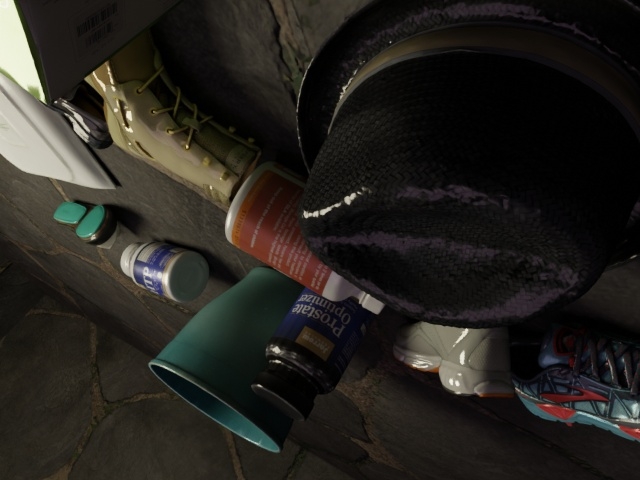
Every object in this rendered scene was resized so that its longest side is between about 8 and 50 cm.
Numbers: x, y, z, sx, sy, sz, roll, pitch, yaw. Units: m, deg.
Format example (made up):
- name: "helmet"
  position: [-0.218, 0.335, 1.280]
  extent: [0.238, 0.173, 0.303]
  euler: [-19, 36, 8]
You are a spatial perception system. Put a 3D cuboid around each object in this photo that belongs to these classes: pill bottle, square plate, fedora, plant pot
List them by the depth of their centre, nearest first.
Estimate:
- name: "fedora"
  position: [0.101, -0.035, 0.383]
  extent: [0.334, 0.152, 0.334]
  euler: [20, 139, 18]
- name: "pill bottle"
  position: [0.000, 0.000, 0.604]
  extent: [0.216, 0.121, 0.121]
  euler: [30, 151, 9]
- name: "pill bottle"
  position: [-0.007, 0.156, 0.742]
  extent: [0.123, 0.219, 0.123]
  euler: [25, 150, 16]
- name: "plant pot"
  position: [-0.123, 0.199, 0.889]
  extent: [0.272, 0.255, 0.271]
  euler: [24, 149, 16]
- name: "square plate"
  position: [-0.606, -0.238, 0.934]
  extent: [0.347, 0.049, 0.344]
  euler: [13, 145, 32]
- name: "pill bottle"
  position: [-0.347, 0.061, 1.055]
  extent: [0.187, 0.112, 0.112]
  euler: [12, 144, 34]

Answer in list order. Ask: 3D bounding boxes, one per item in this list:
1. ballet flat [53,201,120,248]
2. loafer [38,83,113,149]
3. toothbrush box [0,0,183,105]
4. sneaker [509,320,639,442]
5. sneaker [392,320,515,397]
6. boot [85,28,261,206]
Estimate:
- name: "ballet flat"
  position: [-0.527, -0.036, 1.125]
  extent: [0.280, 0.095, 0.096]
  euler: [18, 159, 45]
- name: "loafer"
  position: [-0.377, -0.220, 0.732]
  extent: [0.061, 0.062, 0.170]
  euler: [-31, 117, 35]
- name: "toothbrush box"
  position: [-0.255, -0.276, 0.362]
  extent: [0.283, 0.206, 0.122]
  euler: [35, 152, -4]
- name: "sneaker"
  position: [0.305, 0.150, 0.543]
  extent: [0.125, 0.104, 0.262]
  euler: [43, 149, -12]
- name: "sneaker"
  position: [0.179, 0.125, 0.658]
  extent: [0.099, 0.121, 0.262]
  euler: [8, 177, -14]
- name: "boot"
  position: [-0.168, -0.150, 0.574]
  extent: [0.203, 0.095, 0.262]
  euler: [32, 153, 5]
